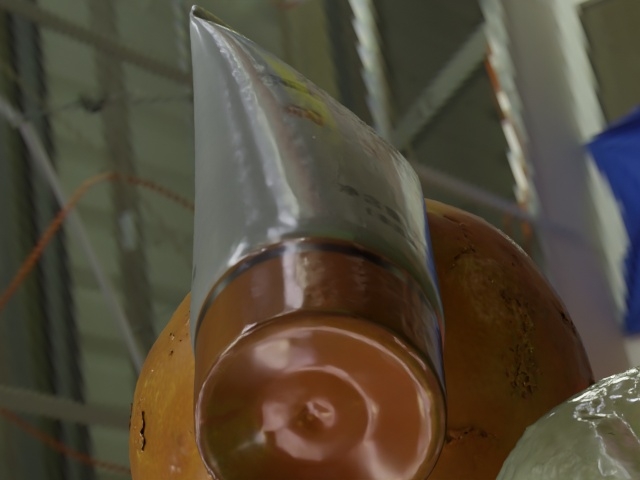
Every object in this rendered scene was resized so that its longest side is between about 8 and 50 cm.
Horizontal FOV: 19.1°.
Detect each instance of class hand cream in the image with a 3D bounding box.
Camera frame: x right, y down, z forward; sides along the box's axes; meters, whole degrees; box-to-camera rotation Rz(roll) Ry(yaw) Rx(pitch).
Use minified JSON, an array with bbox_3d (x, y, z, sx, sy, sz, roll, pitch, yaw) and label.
[{"bbox_3d":[0.000,0.000,0.766,0.139,0.089,0.314,36,-162,-19],"label":"hand cream"}]

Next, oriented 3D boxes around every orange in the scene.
[{"bbox_3d":[0.023,0.093,0.944,0.240,0.240,0.240,37,-137,-44],"label":"orange"}]

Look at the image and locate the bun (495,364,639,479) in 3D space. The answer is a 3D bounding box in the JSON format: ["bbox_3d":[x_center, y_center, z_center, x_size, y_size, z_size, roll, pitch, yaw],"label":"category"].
[{"bbox_3d":[0.184,0.113,0.719,0.244,0.243,0.153,-2,-67,-59],"label":"bun"}]
